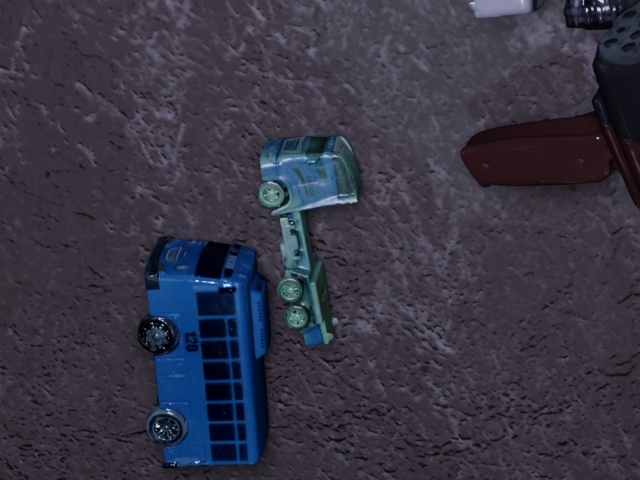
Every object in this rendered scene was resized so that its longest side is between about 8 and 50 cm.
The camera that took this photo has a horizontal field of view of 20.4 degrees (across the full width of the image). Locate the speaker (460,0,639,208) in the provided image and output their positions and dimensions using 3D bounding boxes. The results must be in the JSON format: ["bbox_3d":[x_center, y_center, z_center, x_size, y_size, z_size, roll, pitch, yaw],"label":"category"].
[{"bbox_3d":[0.274,-0.036,1.345,0.198,0.259,0.329,-38,115,-14],"label":"speaker"}]

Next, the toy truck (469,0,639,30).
[{"bbox_3d":[0.252,-0.228,1.317,0.286,0.111,0.136,-3,101,11],"label":"toy truck"}]

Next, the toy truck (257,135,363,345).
[{"bbox_3d":[0.000,0.000,1.462,0.081,0.067,0.175,-7,110,9],"label":"toy truck"}]

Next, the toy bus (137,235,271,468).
[{"bbox_3d":[-0.095,0.093,1.500,0.106,0.090,0.184,0,113,7],"label":"toy bus"}]
